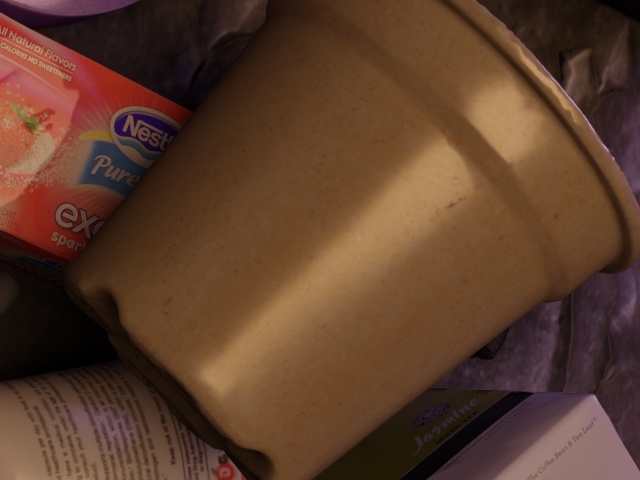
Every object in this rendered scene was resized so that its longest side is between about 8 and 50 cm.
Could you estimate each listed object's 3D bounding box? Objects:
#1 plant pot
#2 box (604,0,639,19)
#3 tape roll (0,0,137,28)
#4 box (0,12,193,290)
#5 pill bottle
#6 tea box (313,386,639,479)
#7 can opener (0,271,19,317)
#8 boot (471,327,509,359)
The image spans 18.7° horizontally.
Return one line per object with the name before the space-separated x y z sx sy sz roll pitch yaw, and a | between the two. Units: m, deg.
plant pot | 0.000 0.000 1.360 0.305 0.334 0.334 -44 109 -11
box | 0.288 -0.488 1.665 0.472 0.297 0.480 23 78 -28
tape roll | -0.217 -0.307 1.518 0.275 0.090 0.275 1 89 -27
box | -0.171 -0.041 1.505 0.300 0.142 0.154 27 76 -25
pill bottle | -0.194 0.178 1.478 0.283 0.160 0.160 -10 93 -28
tea box | 0.065 0.294 1.521 0.329 0.323 0.220 -38 105 -23
can opener | -0.353 0.099 1.441 0.280 0.093 0.074 -42 108 -18
boot | 0.101 -0.080 1.682 0.222 0.118 0.338 -52 122 -22
